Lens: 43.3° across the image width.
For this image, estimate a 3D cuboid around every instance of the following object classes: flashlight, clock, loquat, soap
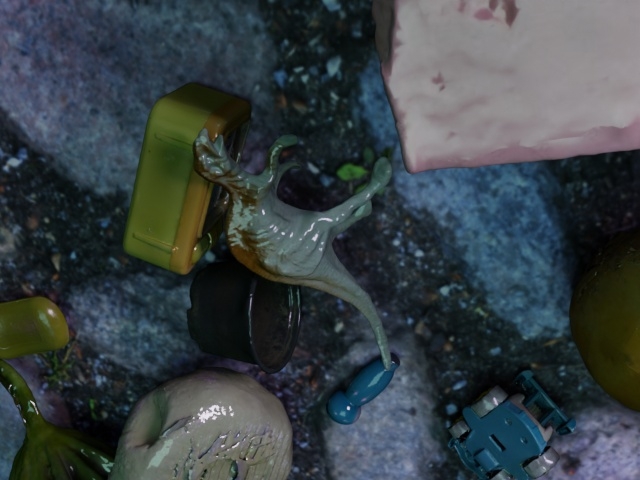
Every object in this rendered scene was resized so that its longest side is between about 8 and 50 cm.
[{"bbox_3d":[0.058,0.203,1.108,0.051,0.051,0.129,37,112,-8],"label":"flashlight"},{"bbox_3d":[-0.157,-0.075,0.966,0.096,0.143,0.202,20,116,7],"label":"clock"},{"bbox_3d":[0.399,0.087,0.903,0.235,0.235,0.234,3,114,8],"label":"loquat"},{"bbox_3d":[-0.424,0.124,1.151,0.140,0.045,0.088,-12,109,14],"label":"soap"}]

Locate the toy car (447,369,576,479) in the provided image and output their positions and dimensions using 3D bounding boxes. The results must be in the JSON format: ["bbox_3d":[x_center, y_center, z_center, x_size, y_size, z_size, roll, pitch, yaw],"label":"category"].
[{"bbox_3d":[0.255,0.261,1.093,0.126,0.098,0.161,50,145,15],"label":"toy car"}]

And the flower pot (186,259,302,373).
[{"bbox_3d":[-0.100,0.089,1.035,0.107,0.157,0.157,0,114,23],"label":"flower pot"}]

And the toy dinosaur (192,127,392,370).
[{"bbox_3d":[0.000,0.000,0.962,0.206,0.092,0.392,-32,124,-16],"label":"toy dinosaur"}]

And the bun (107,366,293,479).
[{"bbox_3d":[-0.164,0.293,1.113,0.273,0.168,0.272,-14,121,-25],"label":"bun"}]

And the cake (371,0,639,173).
[{"bbox_3d":[0.189,-0.235,0.750,0.293,0.306,0.314,-9,112,14],"label":"cake"}]

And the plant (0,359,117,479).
[{"bbox_3d":[-0.416,0.298,1.150,0.251,0.180,0.333,-21,110,20],"label":"plant"}]
